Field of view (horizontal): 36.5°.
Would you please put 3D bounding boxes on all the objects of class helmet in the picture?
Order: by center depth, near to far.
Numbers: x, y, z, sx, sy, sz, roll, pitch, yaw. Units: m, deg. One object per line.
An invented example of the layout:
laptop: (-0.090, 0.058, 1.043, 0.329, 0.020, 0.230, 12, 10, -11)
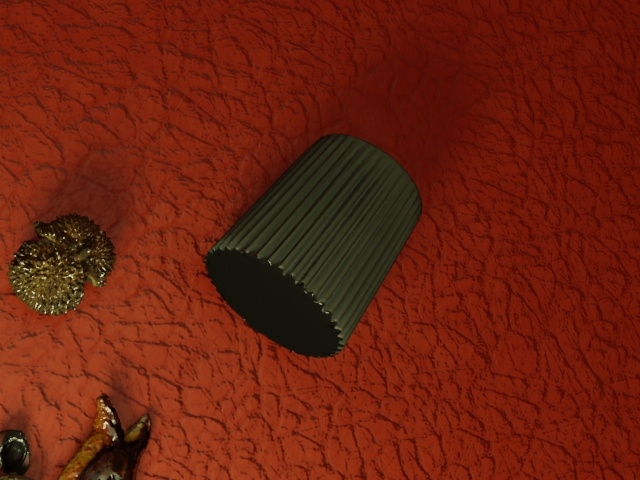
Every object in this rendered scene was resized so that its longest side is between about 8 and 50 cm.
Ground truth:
helmet: (-0.524, 0.353, 1.618, 0.065, 0.049, 0.084, -32, 119, -57)

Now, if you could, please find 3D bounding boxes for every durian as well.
durian: (-0.431, 0.041, 1.654, 0.167, 0.196, 0.196, 36, 67, -21)

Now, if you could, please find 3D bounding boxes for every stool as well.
stool: (0.000, 0.000, 1.783, 0.297, 0.297, 0.330, 41, 62, -7)

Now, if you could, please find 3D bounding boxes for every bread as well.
bread: (-0.380, 0.400, 1.641, 0.139, 0.095, 0.268, 43, 51, -35)

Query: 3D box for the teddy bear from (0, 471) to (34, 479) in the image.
teddy bear: (-0.549, 0.521, 1.513, 0.267, 0.156, 0.256, -9, 74, -52)
